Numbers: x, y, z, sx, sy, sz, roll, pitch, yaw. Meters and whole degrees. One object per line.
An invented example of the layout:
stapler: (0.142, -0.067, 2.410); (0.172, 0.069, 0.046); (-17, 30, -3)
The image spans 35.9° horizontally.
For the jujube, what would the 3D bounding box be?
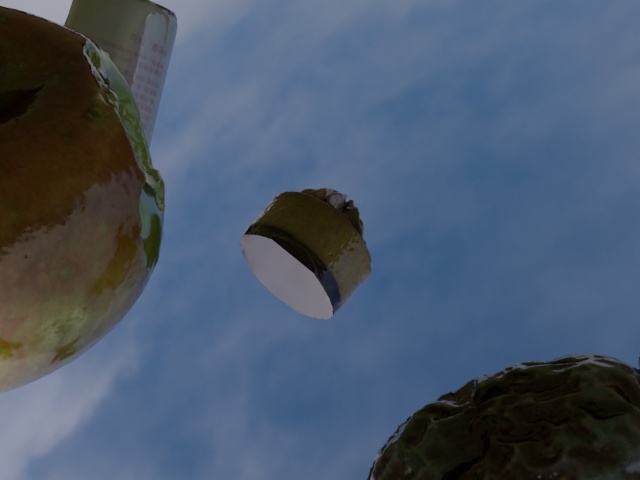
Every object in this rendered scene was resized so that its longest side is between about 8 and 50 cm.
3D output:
jujube: (0.208, 0.240, 1.010); (0.316, 0.226, 0.226); (-27, -146, 11)

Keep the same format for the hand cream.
hand cream: (-0.264, -0.111, 1.123); (0.118, 0.185, 0.359); (10, -97, 63)

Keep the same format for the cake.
cake: (0.000, 0.000, 1.498); (0.178, 0.185, 0.207); (-46, -160, -21)

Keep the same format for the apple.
apple: (-0.300, -0.028, 0.851); (0.339, 0.340, 0.340); (-15, -144, 11)
